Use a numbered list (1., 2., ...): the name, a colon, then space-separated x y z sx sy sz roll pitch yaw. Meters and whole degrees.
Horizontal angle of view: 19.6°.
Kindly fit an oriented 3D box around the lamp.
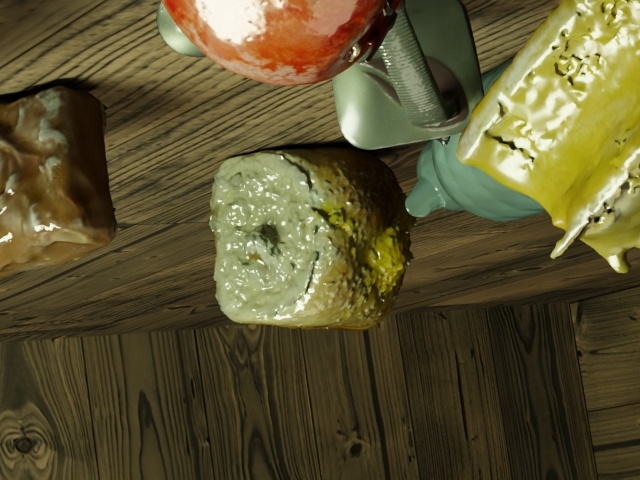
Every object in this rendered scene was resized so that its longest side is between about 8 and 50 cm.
1. lamp: 0.009 -0.132 1.336 0.203 0.124 0.283 -9 172 9

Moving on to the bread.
1. bread: 0.000 0.000 1.994 0.176 0.195 0.246 -8 173 30

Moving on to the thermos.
1. thermos: 0.192 -0.102 1.731 0.182 0.145 0.286 -40 -173 -22

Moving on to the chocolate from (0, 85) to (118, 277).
1. chocolate: -0.281 -0.046 1.581 0.214 0.148 0.093 -14 165 26

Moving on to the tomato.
1. tomato: -0.005 -0.177 0.958 0.187 0.151 0.187 -49 172 -10

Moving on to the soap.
1. soap: 0.298 -0.125 1.172 0.304 0.169 0.338 0 142 -35
